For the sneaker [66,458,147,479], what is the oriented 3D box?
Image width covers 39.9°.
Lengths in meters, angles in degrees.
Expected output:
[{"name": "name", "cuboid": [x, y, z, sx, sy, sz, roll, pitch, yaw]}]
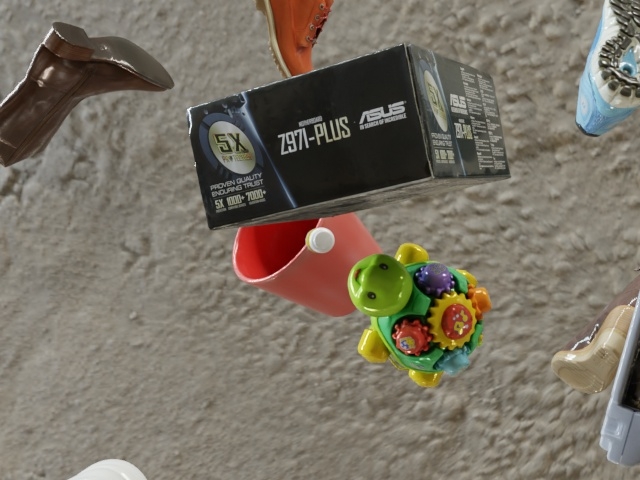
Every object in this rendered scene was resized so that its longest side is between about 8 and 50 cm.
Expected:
[{"name": "sneaker", "cuboid": [-0.291, 0.321, 0.801, 0.114, 0.152, 0.305, 41, 91, 11]}]

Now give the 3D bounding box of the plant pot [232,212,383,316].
[{"name": "plant pot", "cuboid": [-0.011, 0.025, 1.887, 0.274, 0.243, 0.275, -28, 42, 29]}]

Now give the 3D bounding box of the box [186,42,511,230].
[{"name": "box", "cuboid": [0.026, -0.062, 0.572, 0.147, 0.180, 0.078, -11, 89, 26]}]

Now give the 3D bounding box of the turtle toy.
[{"name": "turtle toy", "cuboid": [0.071, 0.050, 0.638, 0.130, 0.066, 0.095, 28, 79, -24]}]

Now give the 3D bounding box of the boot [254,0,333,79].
[{"name": "boot", "cuboid": [-0.019, -0.236, 0.990, 0.084, 0.059, 0.158, -15, 100, 8]}]

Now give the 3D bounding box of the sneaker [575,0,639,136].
[{"name": "sneaker", "cuboid": [0.230, -0.140, 0.692, 0.063, 0.162, 0.073, 32, 139, 5]}]

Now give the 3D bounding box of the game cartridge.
[{"name": "game cartridge", "cuboid": [0.350, 0.061, 0.886, 0.060, 0.196, 0.294, 15, 103, 19]}]

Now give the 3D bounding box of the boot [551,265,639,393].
[{"name": "boot", "cuboid": [0.477, 0.132, 1.398, 0.090, 0.248, 0.207, 41, 69, 9]}]

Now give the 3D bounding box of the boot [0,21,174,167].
[{"name": "boot", "cuboid": [-0.172, -0.091, 0.613, 0.114, 0.106, 0.037, -46, 52, 25]}]

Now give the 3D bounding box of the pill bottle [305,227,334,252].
[{"name": "pill bottle", "cuboid": [0.000, 0.000, 1.501, 0.043, 0.083, 0.044, 0, 89, -7]}]
